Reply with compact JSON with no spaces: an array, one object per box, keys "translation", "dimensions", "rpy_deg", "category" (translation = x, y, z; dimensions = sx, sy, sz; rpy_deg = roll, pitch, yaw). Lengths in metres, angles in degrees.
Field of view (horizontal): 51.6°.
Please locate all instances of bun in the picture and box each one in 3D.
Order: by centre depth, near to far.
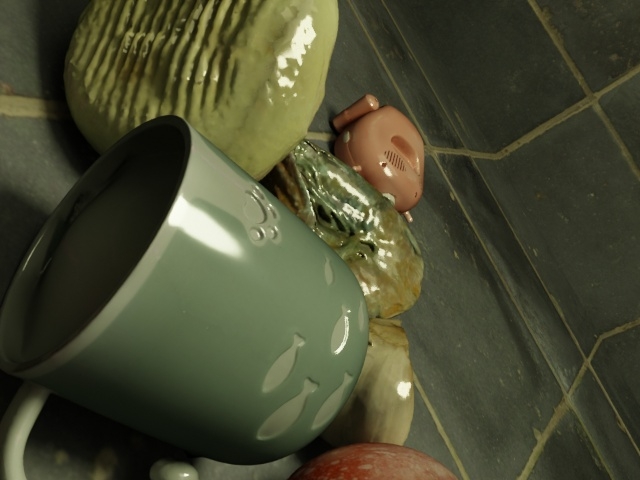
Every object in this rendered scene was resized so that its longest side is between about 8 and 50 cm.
[{"translation":[-0.136,-0.226,0.842],"dimensions":[0.213,0.360,0.361],"rpy_deg":[46,23,-64],"category":"bun"}]

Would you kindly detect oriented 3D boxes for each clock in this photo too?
[{"translation":[0.138,-0.161,1.404],"dimensions":[0.227,0.142,0.241],"rpy_deg":[39,37,-32],"category":"clock"}]

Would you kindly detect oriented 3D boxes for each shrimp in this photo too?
[{"translation":[-0.006,-0.047,1.033],"dimensions":[0.445,0.110,0.221],"rpy_deg":[44,52,-13],"category":"shrimp"}]

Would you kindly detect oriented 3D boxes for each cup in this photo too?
[{"translation":[-0.129,0.107,0.618],"dimensions":[0.274,0.259,0.357],"rpy_deg":[38,65,-34],"category":"cup"}]

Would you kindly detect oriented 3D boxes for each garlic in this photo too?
[{"translation":[0.034,0.187,0.868],"dimensions":[0.142,0.178,0.229],"rpy_deg":[13,12,-19],"category":"garlic"}]

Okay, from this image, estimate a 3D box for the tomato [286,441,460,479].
[{"translation":[0.069,0.341,0.678],"dimensions":[0.270,0.227,0.270],"rpy_deg":[32,40,-31],"category":"tomato"}]
